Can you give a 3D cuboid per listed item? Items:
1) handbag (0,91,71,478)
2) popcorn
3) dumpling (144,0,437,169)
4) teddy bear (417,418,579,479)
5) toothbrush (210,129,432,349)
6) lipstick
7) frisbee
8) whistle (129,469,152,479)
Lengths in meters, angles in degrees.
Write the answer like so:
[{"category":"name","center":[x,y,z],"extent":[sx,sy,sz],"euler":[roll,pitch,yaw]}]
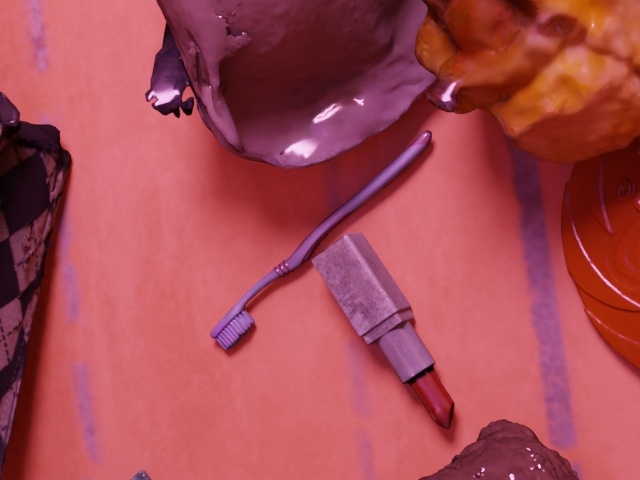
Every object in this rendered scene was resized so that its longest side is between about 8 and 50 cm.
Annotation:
[{"category":"handbag","center":[-0.383,0.022,0.987],"extent":[0.416,0.180,0.316],"euler":[15,85,22]},{"category":"popcorn","center":[0.119,-0.123,0.782],"extent":[0.148,0.152,0.167],"euler":[-9,104,53]},{"category":"dumpling","center":[-0.014,-0.191,0.847],"extent":[0.163,0.205,0.292],"euler":[14,116,51]},{"category":"teddy bear","center":[0.072,0.192,0.825],"extent":[0.140,0.177,0.190],"euler":[30,108,-28]},{"category":"toothbrush","center":[0.000,0.000,0.906],"extent":[0.193,0.013,0.019],"euler":[-45,82,17]},{"category":"lipstick","center":[0.044,0.056,0.881],"extent":[0.030,0.030,0.129],"euler":[-36,81,19]},{"category":"frisbee","center":[0.218,-0.007,0.795],"extent":[0.192,0.035,0.192],"euler":[2,95,28]},{"category":"whistle","center":[-0.167,0.222,0.968],"extent":[0.186,0.039,0.039],"euler":[-44,76,16]}]
